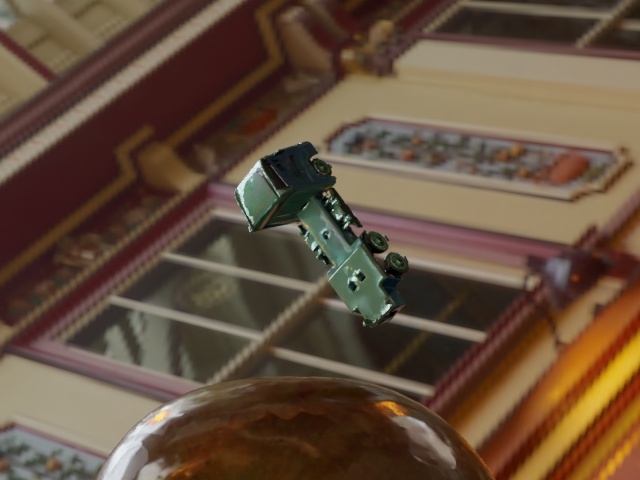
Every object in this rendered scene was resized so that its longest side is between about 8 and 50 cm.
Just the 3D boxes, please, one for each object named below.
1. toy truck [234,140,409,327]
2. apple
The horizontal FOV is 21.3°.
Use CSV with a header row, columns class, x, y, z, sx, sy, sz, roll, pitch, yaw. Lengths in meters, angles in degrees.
class,x,y,z,sx,sy,sz,roll,pitch,yaw
toy truck,0.000,0.000,1.466,0.081,0.175,0.067,-16,-26,-49
apple,-0.018,0.305,1.370,0.333,0.400,0.400,-9,-73,-79
